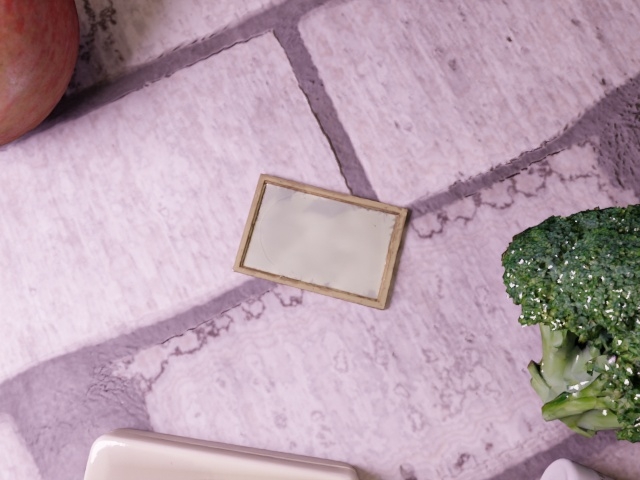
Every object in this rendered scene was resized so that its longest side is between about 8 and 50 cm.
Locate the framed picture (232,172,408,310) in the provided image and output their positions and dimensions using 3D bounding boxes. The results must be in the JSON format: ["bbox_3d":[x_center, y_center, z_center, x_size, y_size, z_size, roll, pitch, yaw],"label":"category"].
[{"bbox_3d":[0.000,0.000,0.726,0.201,0.010,0.136,14,80,4],"label":"framed picture"}]

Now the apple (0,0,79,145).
[{"bbox_3d":[-0.457,-0.235,0.632,0.345,0.345,0.269,10,99,3],"label":"apple"}]

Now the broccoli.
[{"bbox_3d":[0.326,0.086,0.591,0.308,0.308,0.275,39,121,7],"label":"broccoli"}]

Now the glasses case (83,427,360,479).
[{"bbox_3d":[-0.115,0.308,0.647,0.313,0.070,0.131,8,81,3],"label":"glasses case"}]

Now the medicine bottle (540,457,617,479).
[{"bbox_3d":[0.375,0.337,0.616,0.260,0.095,0.095,25,82,5],"label":"medicine bottle"}]
